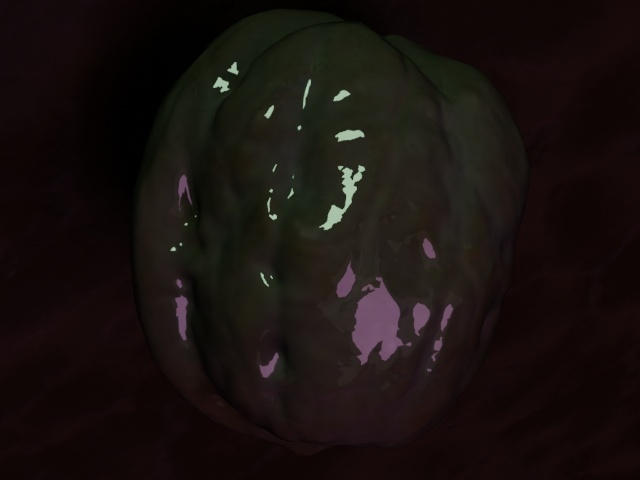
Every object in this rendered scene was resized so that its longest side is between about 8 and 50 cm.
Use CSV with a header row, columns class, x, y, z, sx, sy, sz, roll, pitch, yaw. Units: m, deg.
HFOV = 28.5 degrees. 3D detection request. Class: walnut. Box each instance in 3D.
class,x,y,z,sx,sy,sz,roll,pitch,yaw
walnut,0.000,0.000,0.628,0.224,0.224,0.224,-20,140,-18
